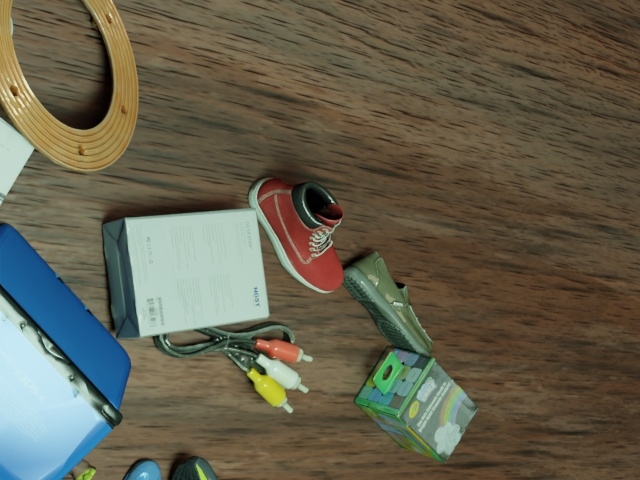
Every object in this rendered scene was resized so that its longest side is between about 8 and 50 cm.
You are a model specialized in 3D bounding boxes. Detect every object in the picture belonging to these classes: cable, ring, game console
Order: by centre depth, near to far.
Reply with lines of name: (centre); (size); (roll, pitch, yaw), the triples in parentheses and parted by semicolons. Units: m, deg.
ring: (-0.359, -0.256, 1.398); (0.336, 0.032, 0.336); (40, 44, -54)
game console: (-0.418, 0.163, 1.401); (0.250, 0.173, 0.293); (-44, 110, -17)
cable: (-0.131, 0.173, 1.680); (0.287, 0.072, 0.139); (32, 70, -34)

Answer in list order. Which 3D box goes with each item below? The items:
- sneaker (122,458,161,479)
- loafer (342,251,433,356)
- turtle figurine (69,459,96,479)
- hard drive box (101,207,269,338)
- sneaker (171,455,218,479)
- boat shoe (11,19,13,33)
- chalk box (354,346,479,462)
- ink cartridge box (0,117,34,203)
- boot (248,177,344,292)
sneaker: (-0.289, 0.447, 1.580); (0.069, 0.082, 0.209); (31, 74, -33)
loafer: (0.140, 0.119, 1.865); (0.087, 0.094, 0.251); (-49, 120, -19)
turtle figurine: (-0.440, 0.295, 1.444); (0.269, 0.087, 0.217); (-44, 101, -30)
hard drive box: (-0.206, 0.049, 1.583); (0.232, 0.089, 0.181); (-5, 87, -36)
sneaker: (-0.146, 0.460, 1.688); (0.121, 0.111, 0.300); (-47, 125, -36)
boat shoe: (-0.532, -0.216, 1.295); (0.320, 0.103, 0.118); (-31, 120, -21)
chalk box: (0.164, 0.288, 1.878); (0.213, 0.132, 0.132); (47, 68, -29)
ink cartridge box: (-0.488, -0.061, 1.333); (0.093, 0.160, 0.219); (38, 72, -35)
boot: (0.000, 0.000, 1.698); (0.088, 0.176, 0.244); (-49, 122, -25)
